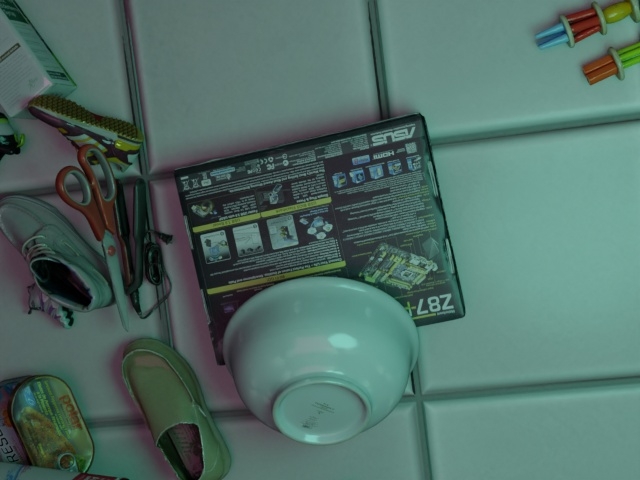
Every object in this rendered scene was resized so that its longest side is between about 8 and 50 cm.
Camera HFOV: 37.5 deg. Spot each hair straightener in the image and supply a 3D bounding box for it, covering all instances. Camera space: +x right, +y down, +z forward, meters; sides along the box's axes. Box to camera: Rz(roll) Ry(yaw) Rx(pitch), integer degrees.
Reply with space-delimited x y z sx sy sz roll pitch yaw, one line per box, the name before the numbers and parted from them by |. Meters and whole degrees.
hair straightener | -0.283 0.013 1.521 0.089 0.047 0.230 -3 94 9

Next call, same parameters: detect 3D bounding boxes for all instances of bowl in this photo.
bowl | 0.001 0.203 1.377 0.298 0.134 0.298 0 129 0

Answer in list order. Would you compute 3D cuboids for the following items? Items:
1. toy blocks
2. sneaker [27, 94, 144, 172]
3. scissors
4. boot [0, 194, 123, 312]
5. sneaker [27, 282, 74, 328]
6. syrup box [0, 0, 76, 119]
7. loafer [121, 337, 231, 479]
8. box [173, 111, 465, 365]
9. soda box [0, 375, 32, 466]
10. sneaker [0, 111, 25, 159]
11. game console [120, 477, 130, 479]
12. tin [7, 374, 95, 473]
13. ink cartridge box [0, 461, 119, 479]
toy blocks | 0.402 -0.285 1.386 0.148 0.054 0.123 -21 91 10
sneaker | -0.375 -0.161 1.478 0.185 0.069 0.084 20 116 -23
scissors | -0.328 -0.005 1.480 0.021 0.109 0.297 -3 119 33
boot | -0.435 0.018 1.506 0.258 0.123 0.095 36 99 4
sneaker | -0.455 0.112 1.564 0.069 0.038 0.098 -28 81 12
syrup box | -0.508 -0.314 1.504 0.096 0.093 0.237 -35 89 10
loafer | -0.234 0.277 1.513 0.102 0.092 0.268 -34 89 10
box | 0.000 0.000 1.453 0.395 0.097 0.318 -13 91 10
soda box | -0.500 0.323 1.573 0.058 0.063 0.183 -12 93 10
sneaker | -0.588 -0.117 1.539 0.235 0.084 0.097 -35 90 10
game console | -0.331 0.492 1.587 0.144 0.085 0.124 -42 57 9
tin | -0.441 0.310 1.544 0.106 0.040 0.189 -25 99 -30
ink cartridge box | -0.454 0.478 1.480 0.306 0.131 0.226 3 113 23
